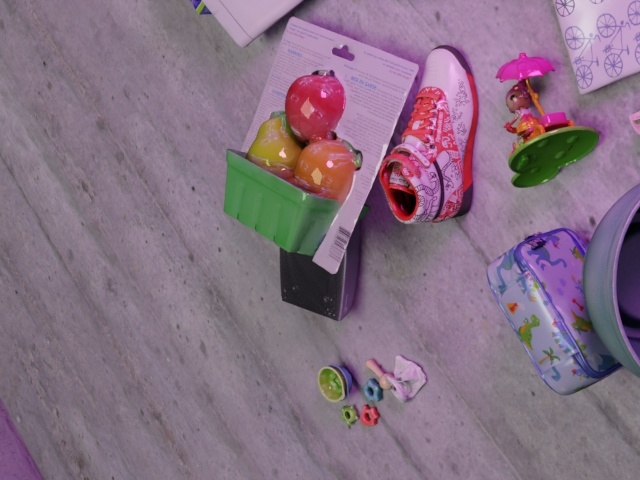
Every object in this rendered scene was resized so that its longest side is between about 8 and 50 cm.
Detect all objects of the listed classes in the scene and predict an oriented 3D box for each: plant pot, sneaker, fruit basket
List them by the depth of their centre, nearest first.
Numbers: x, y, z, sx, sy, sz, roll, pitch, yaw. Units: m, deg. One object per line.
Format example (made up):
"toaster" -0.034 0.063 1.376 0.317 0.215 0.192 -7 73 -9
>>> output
"plant pot" 0.445 0.047 1.439 0.196 0.293 0.293 -177 76 -75
"sneaker" 0.161 -0.157 1.765 0.090 0.145 0.270 10 107 46
"fruit basket" -0.004 -0.161 1.908 0.327 0.165 0.353 29 97 44

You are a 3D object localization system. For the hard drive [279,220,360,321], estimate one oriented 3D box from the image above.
"hard drive" 0.000 0.000 2.049 0.172 0.054 0.255 16 110 45

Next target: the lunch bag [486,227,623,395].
"lunch bag" 0.341 0.092 1.613 0.090 0.176 0.219 -40 72 40

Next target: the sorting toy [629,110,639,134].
"sorting toy" 0.460 -0.144 1.522 0.083 0.045 0.075 -17 95 48

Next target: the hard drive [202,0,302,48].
"hard drive" -0.089 -0.501 1.934 0.353 0.047 0.233 -30 103 41

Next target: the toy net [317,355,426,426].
"toy net" 0.092 0.266 2.026 0.232 0.045 0.122 -14 89 48

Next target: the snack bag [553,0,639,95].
"snack bag" 0.430 -0.385 1.493 0.342 0.037 0.323 -16 88 48

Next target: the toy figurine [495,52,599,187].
"toy figurine" 0.301 -0.183 1.656 0.173 0.130 0.159 111 147 -64

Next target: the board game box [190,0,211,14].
"board game box" -0.165 -0.604 2.054 0.347 0.078 0.233 -48 65 43
